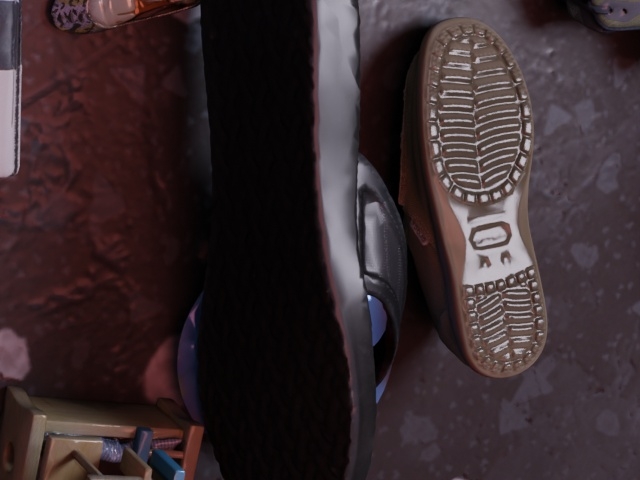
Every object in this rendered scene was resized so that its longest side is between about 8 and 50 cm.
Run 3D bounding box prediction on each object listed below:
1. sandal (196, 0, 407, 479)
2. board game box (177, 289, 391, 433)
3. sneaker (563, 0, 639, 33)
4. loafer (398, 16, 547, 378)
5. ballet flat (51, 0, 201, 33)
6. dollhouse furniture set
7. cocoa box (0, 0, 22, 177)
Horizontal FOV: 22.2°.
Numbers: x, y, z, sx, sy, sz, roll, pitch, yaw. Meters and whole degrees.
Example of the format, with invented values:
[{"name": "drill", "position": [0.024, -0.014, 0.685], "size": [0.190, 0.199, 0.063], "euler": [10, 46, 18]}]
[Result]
[{"name": "sandal", "position": [0.002, -0.001, 1.105], "size": [0.107, 0.167, 0.446], "euler": [-10, 108, -37]}, {"name": "board game box", "position": [-0.029, 0.083, 1.213], "size": [0.168, 0.033, 0.133], "euler": [11, 99, -22]}, {"name": "sneaker", "position": [0.211, -0.225, 1.216], "size": [0.300, 0.111, 0.121], "euler": [28, 100, -25]}, {"name": "loafer", "position": [0.102, -0.031, 1.220], "size": [0.102, 0.092, 0.269], "euler": [-4, 89, -28]}, {"name": "ballet flat", "position": [-0.123, -0.165, 1.094], "size": [0.114, 0.041, 0.041], "euler": [-18, 111, -22]}, {"name": "dollhouse furniture set", "position": [-0.138, 0.191, 1.097], "size": [0.129, 0.183, 0.129], "euler": [8, 100, -29]}, {"name": "cocoa box", "position": [-0.354, -0.160, 0.864], "size": [0.347, 0.231, 0.228], "euler": [-2, 103, -27]}]
